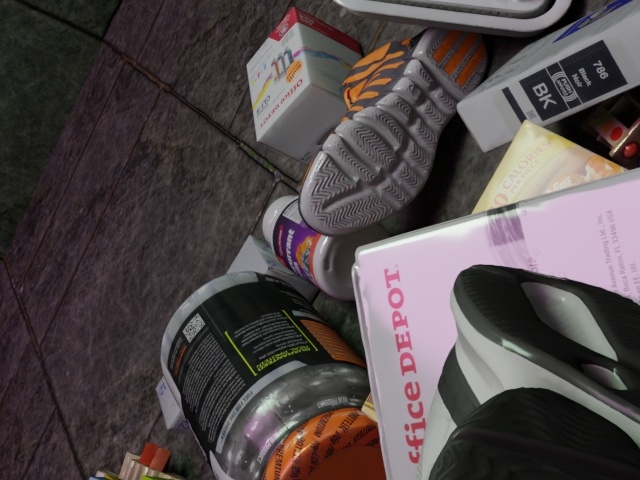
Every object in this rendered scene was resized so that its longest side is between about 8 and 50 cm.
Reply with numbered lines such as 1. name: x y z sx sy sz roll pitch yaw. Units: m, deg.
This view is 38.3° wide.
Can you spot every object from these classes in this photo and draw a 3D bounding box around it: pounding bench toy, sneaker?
1. pounding bench toy: 0.300 -0.114 0.857 0.083 0.052 0.065 -54 34 21
2. sneaker: 0.066 -0.132 1.139 0.321 0.124 0.180 -49 19 -17
3. sneaker: 0.108 0.195 0.436 0.447 0.169 0.258 -63 -15 -73

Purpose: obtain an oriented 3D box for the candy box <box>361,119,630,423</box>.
1. candy box: 0.191 0.075 0.825 0.183 0.087 0.317 36 103 37

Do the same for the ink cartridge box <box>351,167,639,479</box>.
1. ink cartridge box: 0.199 0.081 0.684 0.307 0.129 0.223 -16 77 29

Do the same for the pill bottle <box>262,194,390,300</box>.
1. pill bottle: 0.000 0.000 1.185 0.193 0.108 0.108 28 95 58

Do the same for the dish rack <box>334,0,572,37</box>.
1. dish rack: 0.167 -0.388 1.085 0.072 0.285 0.333 69 -148 -71

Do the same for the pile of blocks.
1. pile of blocks: -0.254 0.351 1.315 0.362 0.149 0.113 1 71 57

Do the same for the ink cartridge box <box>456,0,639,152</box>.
1. ink cartridge box: 0.291 -0.189 0.828 0.165 0.065 0.332 -40 10 -38

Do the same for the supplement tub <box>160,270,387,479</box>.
1. supplement tub: -0.043 0.188 1.043 0.207 0.207 0.338 -62 32 10

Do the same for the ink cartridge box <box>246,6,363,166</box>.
1. ink cartridge box: -0.015 -0.213 1.319 0.128 0.127 0.176 -44 40 32

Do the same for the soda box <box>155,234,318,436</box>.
1. soda box: -0.121 0.142 1.296 0.286 0.091 0.098 -58 32 15
